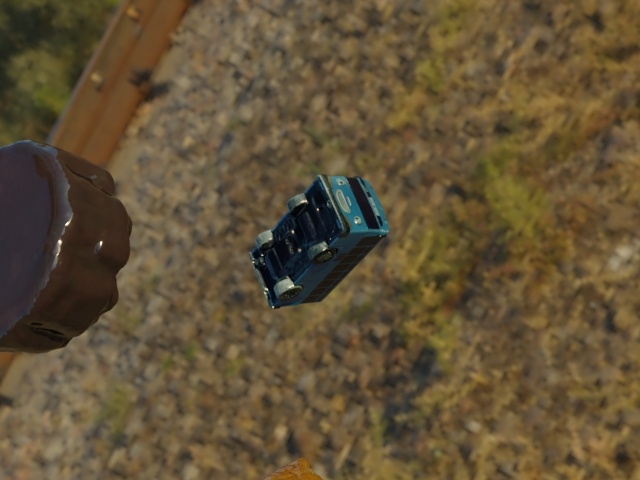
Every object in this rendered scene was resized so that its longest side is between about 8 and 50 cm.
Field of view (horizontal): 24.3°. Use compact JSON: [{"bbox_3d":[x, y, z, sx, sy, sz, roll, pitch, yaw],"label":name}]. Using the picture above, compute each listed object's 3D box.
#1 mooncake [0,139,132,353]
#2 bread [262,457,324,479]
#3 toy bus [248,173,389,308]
[{"bbox_3d":[-0.375,0.013,1.963,0.283,0.141,0.283,-15,64,35],"label":"mooncake"},{"bbox_3d":[-0.117,0.385,1.768,0.185,0.109,0.380,-42,-10,31],"label":"bread"},{"bbox_3d":[0.000,0.000,1.824,0.184,0.106,0.090,-47,56,44],"label":"toy bus"}]
